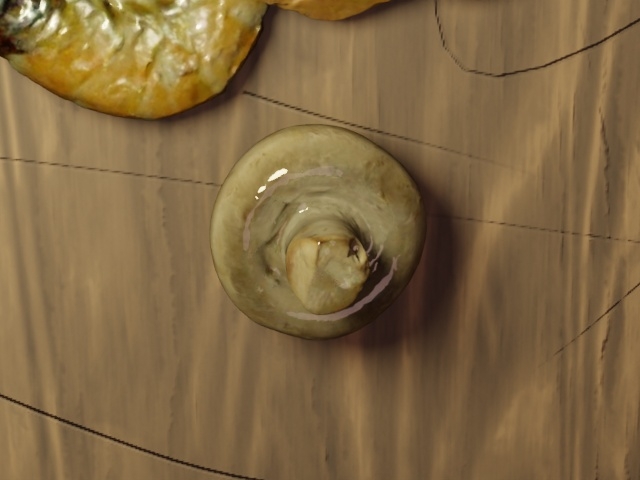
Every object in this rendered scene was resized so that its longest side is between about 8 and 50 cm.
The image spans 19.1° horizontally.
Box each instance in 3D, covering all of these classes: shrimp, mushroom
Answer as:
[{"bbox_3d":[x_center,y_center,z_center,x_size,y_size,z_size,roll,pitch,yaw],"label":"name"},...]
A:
[{"bbox_3d":[-0.241,-0.283,1.668,0.445,0.085,0.272,28,99,-18],"label":"shrimp"},{"bbox_3d":[0.000,0.000,1.733,0.204,0.204,0.204,-2,110,-6],"label":"mushroom"}]

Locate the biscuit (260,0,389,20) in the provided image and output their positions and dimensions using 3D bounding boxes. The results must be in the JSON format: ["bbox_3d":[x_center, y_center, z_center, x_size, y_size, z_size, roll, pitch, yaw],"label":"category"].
[{"bbox_3d":[0.018,-0.299,1.633,0.376,0.051,0.269,9,138,-28],"label":"biscuit"}]
